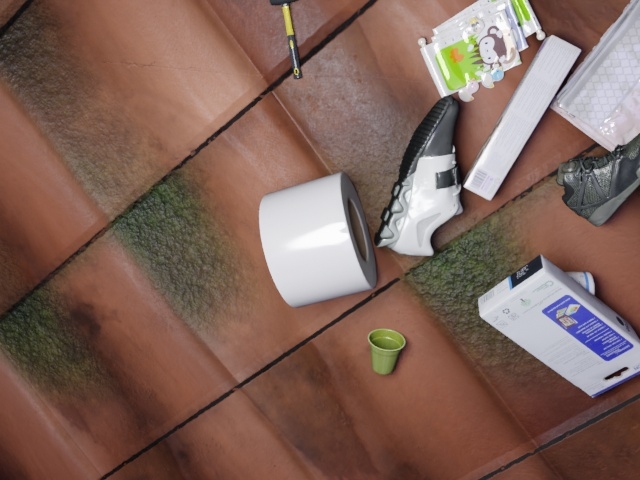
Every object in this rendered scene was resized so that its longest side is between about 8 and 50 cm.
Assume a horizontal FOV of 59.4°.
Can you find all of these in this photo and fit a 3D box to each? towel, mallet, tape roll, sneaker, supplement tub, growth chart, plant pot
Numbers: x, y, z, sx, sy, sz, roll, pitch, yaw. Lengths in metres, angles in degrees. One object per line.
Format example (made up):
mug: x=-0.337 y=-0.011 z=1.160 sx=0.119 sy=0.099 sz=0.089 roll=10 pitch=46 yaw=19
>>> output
towel: x=0.661 y=-0.299 z=1.042 sx=0.317 sy=0.053 sz=0.332 roll=35 pitch=107 yaw=2
mallet: x=-0.054 y=-0.436 z=1.164 sx=0.062 sy=0.039 sz=0.190 roll=-15 pitch=103 yaw=11
tape roll: x=0.000 y=0.000 z=1.134 sx=0.169 sy=0.246 sz=0.246 roll=-15 pitch=99 yaw=13
sneaker: x=0.533 y=-0.138 z=1.054 sx=0.130 sy=0.087 sz=0.228 roll=30 pitch=137 yaw=8
supplement tub: x=0.495 y=0.098 z=1.148 sx=0.107 sy=0.071 sz=0.071 roll=-1 pitch=102 yaw=10
growth chart: x=0.316 y=-0.389 z=1.107 sx=0.237 sy=0.021 sz=0.172 roll=-33 pitch=95 yaw=16
plant pot: x=0.143 y=0.253 z=1.251 sx=0.083 sy=0.083 sz=0.079 roll=8 pitch=115 yaw=9
sneaker: x=0.233 y=-0.121 z=1.140 sx=0.146 sy=0.122 sz=0.331 roll=18 pitch=108 yaw=-6

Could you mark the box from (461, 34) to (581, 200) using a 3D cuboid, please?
box: x=0.387 y=-0.234 z=1.102 sx=0.067 sy=0.063 sz=0.324 roll=27 pitch=106 yaw=3

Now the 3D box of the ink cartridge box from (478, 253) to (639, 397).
ink cartridge box: x=0.494 y=0.178 z=1.122 sx=0.332 sy=0.065 sz=0.165 roll=36 pitch=124 yaw=-14
